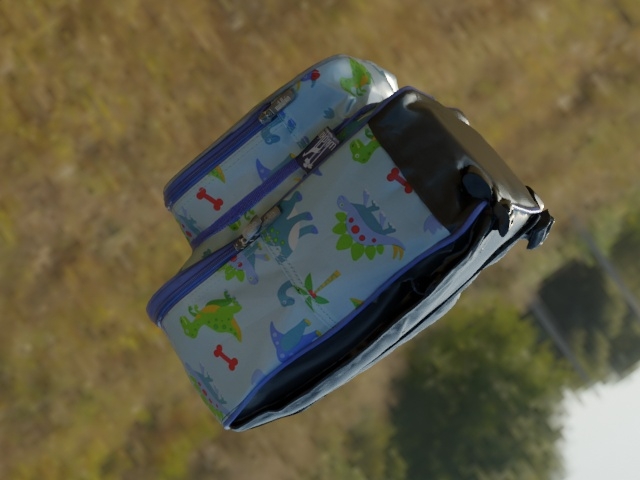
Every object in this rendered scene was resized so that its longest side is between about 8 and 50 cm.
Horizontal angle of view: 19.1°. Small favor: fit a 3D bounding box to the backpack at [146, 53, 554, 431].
[{"bbox_3d":[0.000,0.000,0.595,0.114,0.084,0.105,-42,169,12],"label":"backpack"}]
